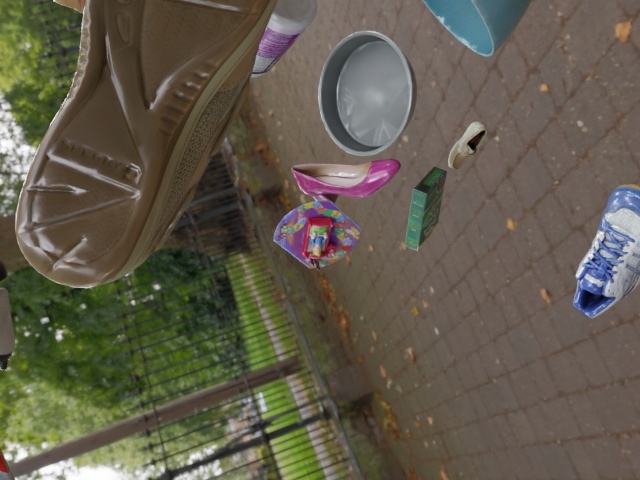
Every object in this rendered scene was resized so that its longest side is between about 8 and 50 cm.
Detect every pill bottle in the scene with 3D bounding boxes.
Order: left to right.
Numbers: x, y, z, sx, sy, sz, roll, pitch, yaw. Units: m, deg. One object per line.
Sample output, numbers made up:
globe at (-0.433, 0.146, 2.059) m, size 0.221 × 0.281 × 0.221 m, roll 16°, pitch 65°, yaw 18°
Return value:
pill bottle at (-0.149, -0.481, 1.463) m, size 0.301 × 0.169 × 0.169 m, roll -30°, pitch 77°, yaw 53°

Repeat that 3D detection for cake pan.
cake pan at (0.116, -0.352, 1.544) m, size 0.293 × 0.054 × 0.293 m, roll 11°, pitch 106°, yaw 43°

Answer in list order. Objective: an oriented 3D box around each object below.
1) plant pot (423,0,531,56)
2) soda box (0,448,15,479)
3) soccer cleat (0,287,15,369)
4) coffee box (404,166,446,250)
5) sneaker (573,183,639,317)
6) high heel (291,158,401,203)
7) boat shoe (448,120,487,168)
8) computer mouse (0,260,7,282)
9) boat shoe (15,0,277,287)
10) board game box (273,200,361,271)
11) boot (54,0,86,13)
plant pot at (0.302, -0.525, 1.202) m, size 0.290 × 0.195 × 0.290 m, roll 47°, pitch -173°, yaw -8°
soda box at (-0.838, 0.550, 1.583) m, size 0.091 × 0.098 × 0.286 m, roll 15°, pitch 123°, yaw 58°
soccer cleat at (-0.593, 0.134, 1.036) m, size 0.116 × 0.331 × 0.143 m, roll 8°, pitch -101°, yaw -52°
coffee box at (0.256, -0.076, 1.553) m, size 0.040 × 0.113 × 0.184 m, roll 25°, pitch 138°, yaw 23°
sneaker at (0.508, 0.034, 1.096) m, size 0.112 × 0.131 × 0.296 m, roll 36°, pitch 158°, yaw 35°
high heel at (0.051, -0.149, 1.364) m, size 0.244 × 0.082 × 0.117 m, roll -14°, pitch 129°, yaw 45°
boat shoe at (0.371, -0.235, 1.612) m, size 0.135 × 0.050 × 0.045 m, roll -62°, pitch 33°, yaw 23°
computer mouse at (-0.600, 0.024, 0.979) m, size 0.071 × 0.242 × 0.041 m, roll -67°, pitch -4°, yaw -71°
boat shoe at (-0.117, -0.127, 0.493) m, size 0.121 × 0.341 × 0.110 m, roll 29°, pitch -179°, yaw 5°
board game box at (0.000, 0.000, 1.191) m, size 0.168 × 0.133 × 0.033 m, roll 40°, pitch -158°, yaw -40°
boot at (-0.565, -0.631, 1.357) m, size 0.280 × 0.264 × 0.096 m, roll 114°, pitch 169°, yaw -58°
